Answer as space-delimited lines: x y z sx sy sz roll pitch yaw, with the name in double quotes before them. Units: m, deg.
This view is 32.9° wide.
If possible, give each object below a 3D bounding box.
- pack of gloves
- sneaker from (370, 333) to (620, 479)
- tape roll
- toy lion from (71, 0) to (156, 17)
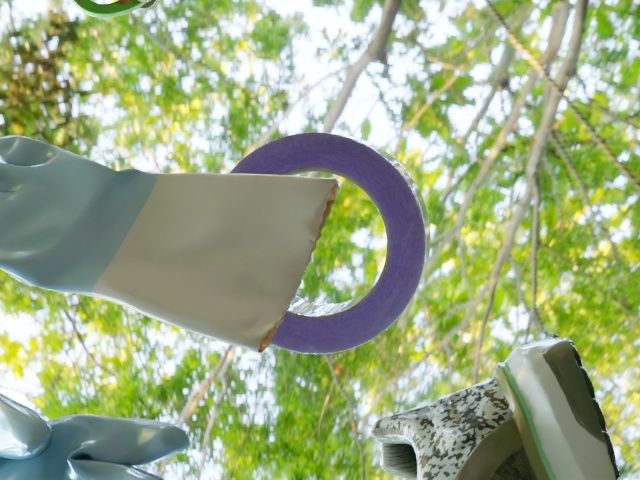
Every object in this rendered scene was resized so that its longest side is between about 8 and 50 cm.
"pack of gloves" -0.132 0.032 0.454 0.232 0.046 0.195 9 -117 31
"sneaker" 0.112 0.232 0.656 0.182 0.158 0.410 -14 -149 7
"tape roll" 0.000 0.000 0.944 0.189 0.080 0.189 1 -85 8
"toy lion" -0.188 -0.223 0.860 0.096 0.034 0.100 -20 -89 -12
